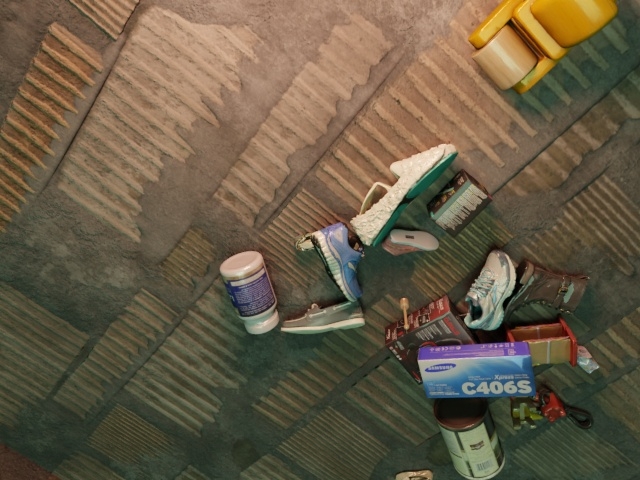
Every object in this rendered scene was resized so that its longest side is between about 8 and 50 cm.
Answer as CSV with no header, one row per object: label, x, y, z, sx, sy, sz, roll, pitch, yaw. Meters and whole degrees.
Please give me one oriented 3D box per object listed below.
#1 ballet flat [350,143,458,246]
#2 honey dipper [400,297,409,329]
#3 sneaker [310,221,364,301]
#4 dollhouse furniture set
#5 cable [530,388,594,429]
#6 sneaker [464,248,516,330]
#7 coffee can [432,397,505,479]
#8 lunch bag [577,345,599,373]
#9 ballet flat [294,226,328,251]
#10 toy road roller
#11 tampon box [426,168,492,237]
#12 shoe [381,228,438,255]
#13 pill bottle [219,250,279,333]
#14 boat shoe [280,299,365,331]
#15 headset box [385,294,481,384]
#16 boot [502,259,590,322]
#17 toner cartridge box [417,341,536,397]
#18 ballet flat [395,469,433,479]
ballet flat,0.231,-0.154,1.392,0.147,0.147,0.409,35,115,-9
honey dipper,0.288,0.249,1.552,0.030,0.161,0.030,3,114,6
sneaker,0.091,0.073,1.499,0.147,0.130,0.330,-31,133,-8
dollhouse furniture set,0.756,0.460,1.591,0.201,0.152,0.374,-7,113,11
cable,0.897,0.629,1.725,0.287,0.072,0.139,11,100,-11
sneaker,0.539,0.166,1.475,0.122,0.110,0.283,-2,107,-21
coffee can,0.558,0.722,1.718,0.201,0.201,0.275,-17,112,15
lunch bag,0.916,0.408,1.592,0.083,0.071,0.053,37,113,-9
ballet flat,0.000,0.000,1.528,0.188,0.070,0.070,-16,112,15
toy road roller,0.546,-0.524,1.105,0.202,0.240,0.329,41,114,-11
tampon box,0.418,-0.114,1.385,0.101,0.120,0.161,37,115,-9
shoe,0.292,0.011,1.499,0.178,0.063,0.081,9,150,-16
pill bottle,-0.240,0.184,1.599,0.153,0.153,0.265,-11,113,12
boat shoe,0.004,0.279,1.661,0.319,0.116,0.099,-11,70,20
headset box,0.407,0.346,1.610,0.293,0.110,0.218,-33,106,21
boot,0.731,0.199,1.508,0.229,0.091,0.263,20,114,-1
toner cartridge box,0.511,0.430,1.505,0.348,0.075,0.165,-9,112,21
ballet flat,0.401,1.026,1.966,0.168,0.052,0.057,-20,111,16
